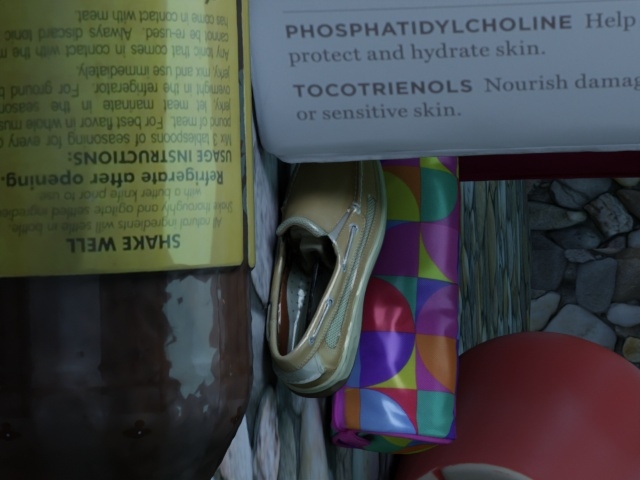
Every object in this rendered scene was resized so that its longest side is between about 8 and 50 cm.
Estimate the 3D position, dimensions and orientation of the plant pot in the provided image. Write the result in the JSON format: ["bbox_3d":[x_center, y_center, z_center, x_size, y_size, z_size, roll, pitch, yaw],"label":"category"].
[{"bbox_3d":[0.179,0.245,1.516,0.243,0.275,0.275,-38,127,-63],"label":"plant pot"}]

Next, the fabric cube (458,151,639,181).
[{"bbox_3d":[0.187,-0.208,1.561,0.254,0.259,0.258,53,37,-74],"label":"fabric cube"}]

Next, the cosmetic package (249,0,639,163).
[{"bbox_3d":[0.119,-0.300,1.019,0.329,0.327,0.394,-78,164,-52],"label":"cosmetic package"}]

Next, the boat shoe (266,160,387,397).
[{"bbox_3d":[0.000,0.000,1.062,0.072,0.068,0.190,49,39,-56],"label":"boat shoe"}]

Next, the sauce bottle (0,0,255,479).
[{"bbox_3d":[-0.074,-0.004,0.519,0.111,0.111,0.344,3,86,-80],"label":"sauce bottle"}]

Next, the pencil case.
[{"bbox_3d":[0.051,0.040,1.247,0.104,0.104,0.236,50,38,-74],"label":"pencil case"}]
